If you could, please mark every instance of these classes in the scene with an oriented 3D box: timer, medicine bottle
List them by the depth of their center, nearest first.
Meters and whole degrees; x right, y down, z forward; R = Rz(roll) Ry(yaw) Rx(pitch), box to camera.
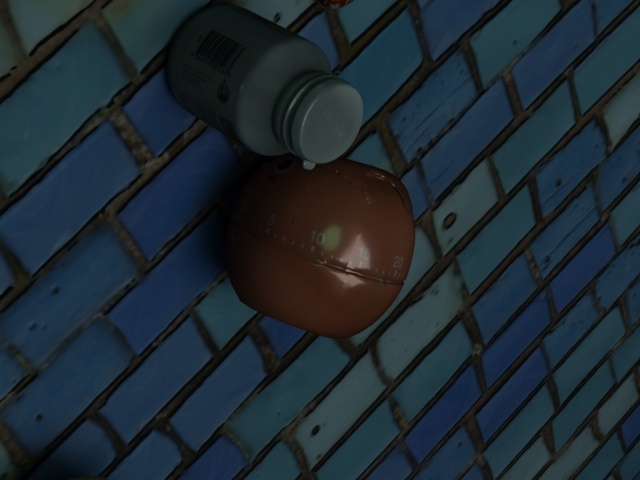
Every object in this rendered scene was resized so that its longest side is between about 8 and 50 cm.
[{"bbox_3d":[-0.057,-0.165,1.472,0.135,0.215,0.135,-26,132,-33],"label":"medicine bottle"},{"bbox_3d":[0.000,0.000,1.637,0.229,0.229,0.215,22,89,-51],"label":"timer"}]

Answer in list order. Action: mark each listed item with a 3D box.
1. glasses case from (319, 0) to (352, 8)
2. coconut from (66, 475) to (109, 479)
[{"bbox_3d":[0.022,-0.360,1.558,0.073,0.049,0.194,-35,136,-27],"label":"glasses case"},{"bbox_3d":[-0.285,0.394,1.585,0.259,0.259,0.259,-26,132,-33],"label":"coconut"}]
